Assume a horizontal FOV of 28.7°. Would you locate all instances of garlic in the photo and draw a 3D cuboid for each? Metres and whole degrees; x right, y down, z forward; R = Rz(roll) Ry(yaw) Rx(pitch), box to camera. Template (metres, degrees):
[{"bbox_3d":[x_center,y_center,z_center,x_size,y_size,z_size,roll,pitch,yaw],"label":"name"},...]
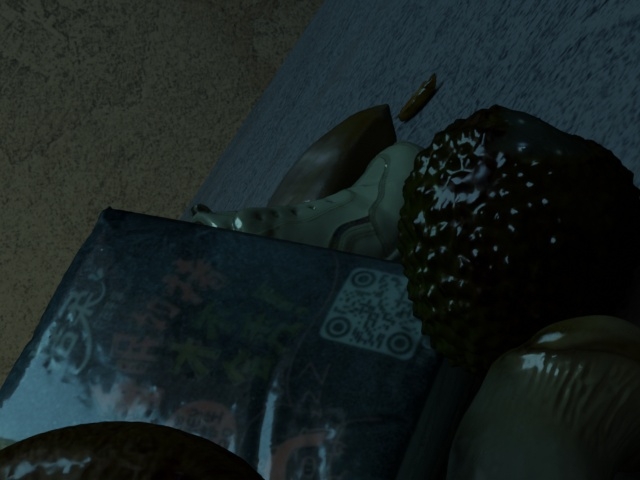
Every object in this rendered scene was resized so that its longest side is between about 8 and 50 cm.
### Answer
[{"bbox_3d":[-0.004,-0.003,1.265,0.112,0.143,0.318,19,71,33],"label":"garlic"}]

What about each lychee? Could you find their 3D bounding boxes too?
[{"bbox_3d":[0.119,0.004,0.785,0.171,0.171,0.171,-52,13,18],"label":"lychee"}]

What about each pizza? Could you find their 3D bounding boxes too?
[{"bbox_3d":[0.119,-0.171,1.515,0.083,0.016,0.037,-49,15,42],"label":"pizza"}]

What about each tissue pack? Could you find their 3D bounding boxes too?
[{"bbox_3d":[-0.061,0.102,0.895,0.228,0.316,0.103,-64,-28,-31],"label":"tissue pack"}]

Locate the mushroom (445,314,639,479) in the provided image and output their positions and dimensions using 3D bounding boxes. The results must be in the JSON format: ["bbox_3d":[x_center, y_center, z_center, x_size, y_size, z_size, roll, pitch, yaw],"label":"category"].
[{"bbox_3d":[0.078,0.178,0.566,0.159,0.122,0.328,-27,29,47],"label":"mushroom"}]

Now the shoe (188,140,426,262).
[{"bbox_3d":[-0.016,0.016,1.100,0.132,0.211,0.342,-36,23,56],"label":"shoe"}]

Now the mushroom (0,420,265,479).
[{"bbox_3d":[-0.131,0.280,0.689,0.345,0.239,0.345,-16,35,11],"label":"mushroom"}]
